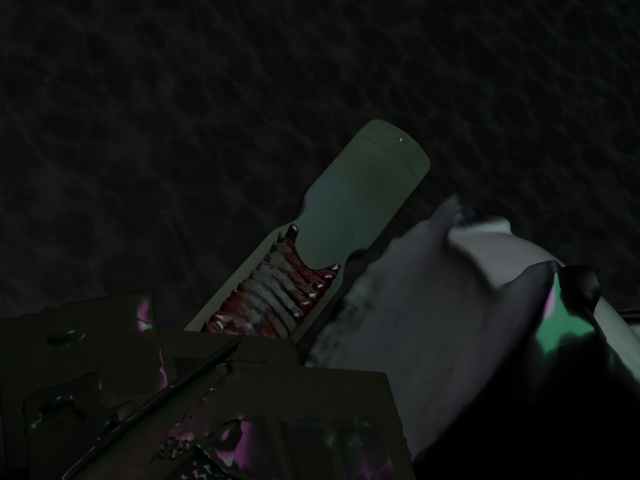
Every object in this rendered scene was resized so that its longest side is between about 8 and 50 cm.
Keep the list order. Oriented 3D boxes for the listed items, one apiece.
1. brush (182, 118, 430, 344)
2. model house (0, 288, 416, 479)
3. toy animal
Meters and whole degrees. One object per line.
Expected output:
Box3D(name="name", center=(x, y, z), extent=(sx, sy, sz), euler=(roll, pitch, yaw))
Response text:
Box3D(name="brush", center=(0.000, 0.000, 0.899), extent=(0.060, 0.050, 0.321), euler=(39, 42, 0))
Box3D(name="model house", center=(-0.111, 0.125, 0.595), extent=(0.243, 0.211, 0.204), euler=(7, 52, -33))
Box3D(name="toy animal", center=(0.152, 0.135, 0.785), extent=(0.310, 0.251, 0.251), euler=(35, 43, -22))
